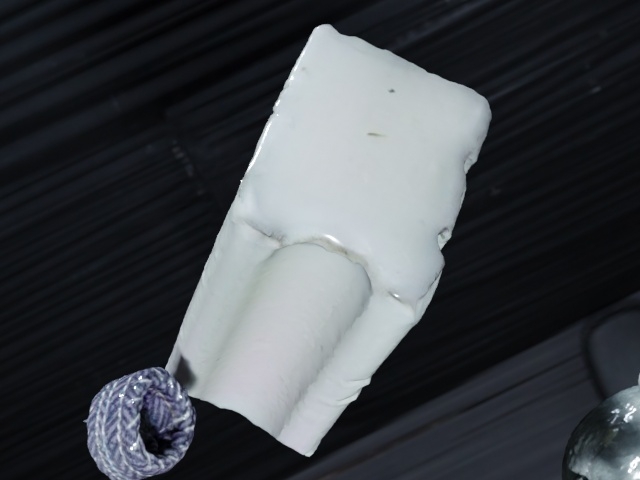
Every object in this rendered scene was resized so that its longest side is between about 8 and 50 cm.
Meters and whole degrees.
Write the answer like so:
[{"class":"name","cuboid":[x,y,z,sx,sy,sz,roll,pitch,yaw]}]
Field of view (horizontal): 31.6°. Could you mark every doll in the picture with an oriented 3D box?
[{"class":"doll","cuboid":[0.406,0.266,1.231,0.340,0.246,0.158,32,168,-32]}]

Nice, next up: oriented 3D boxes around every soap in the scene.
[{"class":"soap","cuboid":[0.000,0.000,1.235,0.213,0.350,0.435,26,148,-3]}]

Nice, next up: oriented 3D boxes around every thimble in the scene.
[{"class":"thimble","cuboid":[-0.173,0.177,1.087,0.095,0.066,0.104,63,-149,-9]}]
